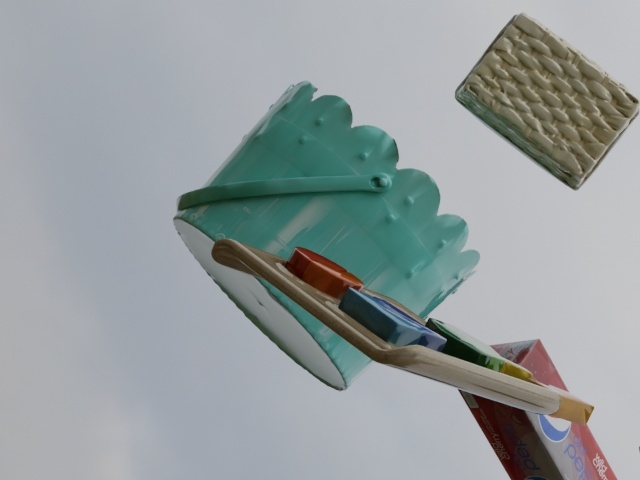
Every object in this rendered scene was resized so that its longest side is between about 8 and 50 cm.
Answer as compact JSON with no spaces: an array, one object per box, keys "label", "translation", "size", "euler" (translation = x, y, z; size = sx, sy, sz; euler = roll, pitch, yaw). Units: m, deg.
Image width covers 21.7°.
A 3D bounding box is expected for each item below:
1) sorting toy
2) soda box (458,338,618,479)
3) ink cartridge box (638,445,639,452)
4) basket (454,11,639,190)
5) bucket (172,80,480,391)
[{"label":"sorting toy","translation":[0.084,0.073,1.331],"size":[0.229,0.307,0.041],"euler":[29,-85,43]},{"label":"soda box","translation":[0.276,0.252,2.046],"size":[0.083,0.092,0.263],"euler":[-11,-63,44]},{"label":"ink cartridge box","translation":[0.386,0.192,1.503],"size":[0.180,0.104,0.060],"euler":[-32,-113,60]},{"label":"basket","translation":[0.232,-0.143,1.682],"size":[0.167,0.113,0.103],"euler":[38,1,3]},{"label":"bucket","translation":[0.000,0.000,1.632],"size":[0.281,0.183,0.281],"euler":[43,-12,12]}]
